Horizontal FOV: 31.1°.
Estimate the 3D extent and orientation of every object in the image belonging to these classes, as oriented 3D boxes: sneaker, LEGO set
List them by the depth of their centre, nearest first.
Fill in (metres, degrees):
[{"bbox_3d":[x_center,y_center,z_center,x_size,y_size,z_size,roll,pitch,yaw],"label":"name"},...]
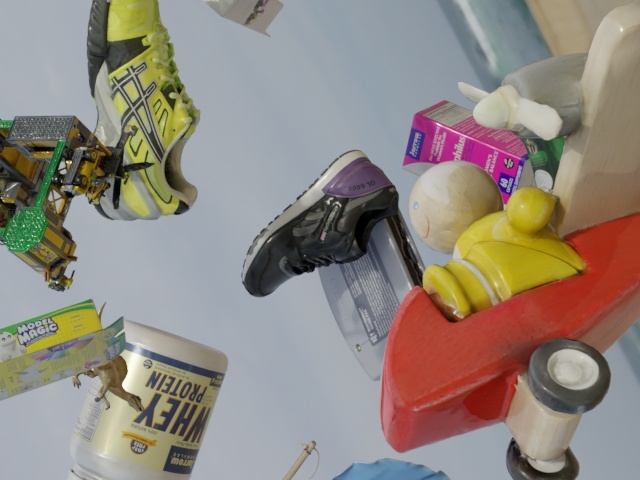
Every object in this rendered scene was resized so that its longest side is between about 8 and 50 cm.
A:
[{"bbox_3d":[-0.391,-0.039,1.507,0.192,0.331,0.255,50,-139,-54],"label":"LEGO set"},{"bbox_3d":[-0.241,-0.213,1.630,0.145,0.147,0.384,-60,-26,-65],"label":"sneaker"},{"bbox_3d":[0.000,0.000,1.765,0.124,0.283,0.107,48,-169,27],"label":"sneaker"}]

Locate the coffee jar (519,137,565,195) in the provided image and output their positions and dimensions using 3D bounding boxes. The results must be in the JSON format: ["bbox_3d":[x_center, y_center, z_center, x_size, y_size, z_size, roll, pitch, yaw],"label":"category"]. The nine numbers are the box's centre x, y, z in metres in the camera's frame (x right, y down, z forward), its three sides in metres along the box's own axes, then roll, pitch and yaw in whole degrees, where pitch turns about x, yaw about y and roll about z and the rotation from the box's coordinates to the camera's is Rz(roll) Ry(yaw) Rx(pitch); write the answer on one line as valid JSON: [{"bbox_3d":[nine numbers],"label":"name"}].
[{"bbox_3d":[0.249,-0.072,1.117,0.079,0.096,0.184,175,79,-76],"label":"coffee jar"}]

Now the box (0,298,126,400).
[{"bbox_3d":[-0.292,0.116,1.200,0.105,0.179,0.043,106,144,-63],"label":"box"}]

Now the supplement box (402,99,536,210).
[{"bbox_3d":[0.267,-0.144,1.977,0.220,0.111,0.114,27,-147,27],"label":"supplement box"}]

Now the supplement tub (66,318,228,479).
[{"bbox_3d":[-0.328,0.331,2.154,0.235,0.235,0.324,31,-104,-70],"label":"supplement tub"}]

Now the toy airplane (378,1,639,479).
[{"bbox_3d":[0.207,0.002,1.004,0.272,0.386,0.384,35,-169,27],"label":"toy airplane"}]

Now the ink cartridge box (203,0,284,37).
[{"bbox_3d":[-0.130,-0.382,1.787,0.104,0.061,0.181,43,-166,17],"label":"ink cartridge box"}]

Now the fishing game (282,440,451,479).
[{"bbox_3d":[0.064,0.302,1.275,0.264,0.189,0.041,17,-148,-19],"label":"fishing game"}]

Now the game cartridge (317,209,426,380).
[{"bbox_3d":[0.084,0.064,1.846,0.060,0.196,0.294,-3,-116,-43],"label":"game cartridge"}]

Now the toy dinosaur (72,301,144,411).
[{"bbox_3d":[-0.343,0.197,1.811,0.093,0.053,0.183,-25,-86,-48],"label":"toy dinosaur"}]
